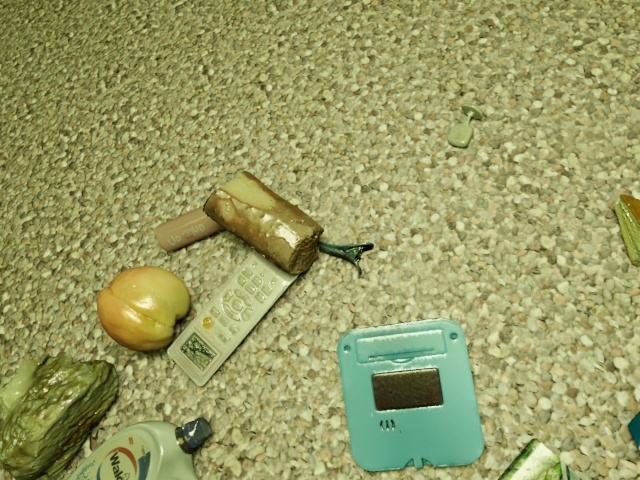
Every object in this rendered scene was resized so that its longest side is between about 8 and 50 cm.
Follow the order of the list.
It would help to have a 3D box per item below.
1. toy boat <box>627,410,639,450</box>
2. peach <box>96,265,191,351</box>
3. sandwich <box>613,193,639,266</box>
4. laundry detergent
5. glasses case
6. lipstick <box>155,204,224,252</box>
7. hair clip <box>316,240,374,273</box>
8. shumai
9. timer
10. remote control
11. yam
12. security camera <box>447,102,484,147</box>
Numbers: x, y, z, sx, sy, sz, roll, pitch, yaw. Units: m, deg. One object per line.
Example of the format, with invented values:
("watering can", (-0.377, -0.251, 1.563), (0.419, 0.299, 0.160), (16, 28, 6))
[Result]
("toy boat", (0.596, 0.224, 0.707), (0.299, 0.096, 0.061), (-44, 54, -4))
("peach", (-0.371, 0.139, 0.946), (0.184, 0.184, 0.185), (-5, 67, 12))
("sandwich", (0.623, 0.014, 0.786), (0.244, 0.090, 0.088), (35, 77, 24))
("laundry detergent", (-0.318, 0.447, 0.842), (0.280, 0.105, 0.215), (-34, 64, -3))
("glasses case", (0.290, 0.449, 0.707), (0.272, 0.062, 0.095), (-46, 65, -6))
("lipstick", (-0.254, -0.052, 1.048), (0.254, 0.070, 0.070), (-23, 64, 4))
("hair clip", (0.000, 0.000, 0.980), (0.229, 0.039, 0.070), (21, 76, 22))
("shumai", (-0.556, 0.325, 0.907), (0.218, 0.189, 0.256), (29, 72, 21))
("timer", (0.159, 0.275, 0.822), (0.231, 0.091, 0.250), (-8, 78, 10))
("remote control", (-0.180, 0.153, 0.958), (0.109, 0.055, 0.313), (40, 85, 14))
("yam", (-0.111, -0.036, 0.926), (0.238, 0.128, 0.129), (37, 91, 11))
("security camera", (0.319, -0.251, 1.002), (0.058, 0.058, 0.092), (30, 91, 23))
